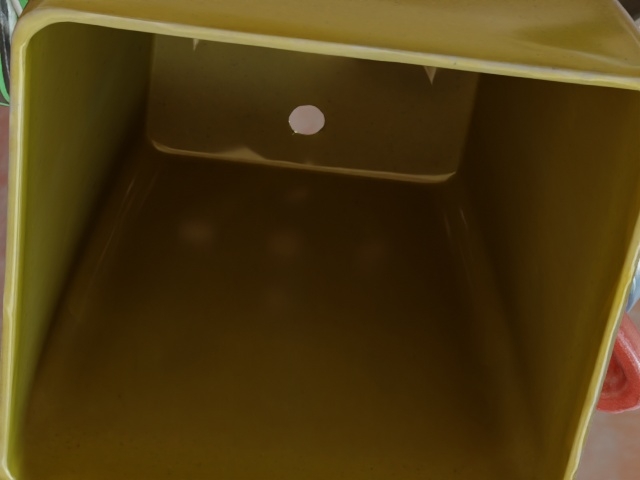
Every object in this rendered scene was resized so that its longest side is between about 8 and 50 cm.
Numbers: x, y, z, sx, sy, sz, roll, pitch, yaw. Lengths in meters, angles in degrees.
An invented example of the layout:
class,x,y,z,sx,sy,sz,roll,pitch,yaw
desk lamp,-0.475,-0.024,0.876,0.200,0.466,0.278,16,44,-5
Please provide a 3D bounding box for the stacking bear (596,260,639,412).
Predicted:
class,x,y,z,sx,sy,sz,roll,pitch,yaw
stacking bear,0.191,-0.024,1.461,0.164,0.175,0.289,59,43,-27

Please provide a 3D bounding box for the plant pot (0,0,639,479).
class,x,y,z,sx,sy,sz,roll,pitch,yaw
plant pot,0.000,-0.032,0.739,0.212,0.212,0.187,7,37,-3

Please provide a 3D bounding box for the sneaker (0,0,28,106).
class,x,y,z,sx,sy,sz,roll,pitch,yaw
sneaker,-0.218,-0.202,1.075,0.343,0.146,0.134,61,27,-31

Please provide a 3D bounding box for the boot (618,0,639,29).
class,x,y,z,sx,sy,sz,roll,pitch,yaw
boot,0.249,-0.206,1.491,0.112,0.115,0.305,26,48,19
